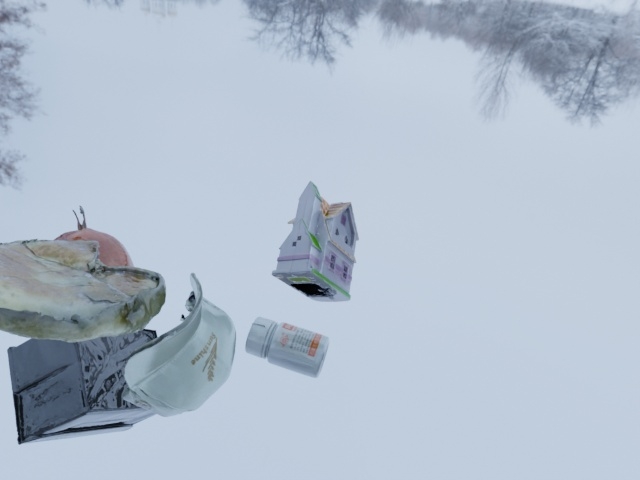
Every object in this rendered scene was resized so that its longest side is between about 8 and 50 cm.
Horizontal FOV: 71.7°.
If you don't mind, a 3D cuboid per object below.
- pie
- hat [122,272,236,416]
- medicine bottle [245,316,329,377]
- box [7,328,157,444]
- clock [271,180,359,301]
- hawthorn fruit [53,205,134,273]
[{"bbox_3d":[-0.435,0.073,0.738,0.338,0.075,0.337,15,-165,-4],"label":"pie"},{"bbox_3d":[-0.239,0.200,0.853,0.168,0.301,0.257,27,-124,-2],"label":"hat"},{"bbox_3d":[-0.106,0.343,1.436,0.252,0.144,0.144,14,-150,7],"label":"medicine bottle"},{"bbox_3d":[-0.606,0.377,1.206,0.205,0.345,0.251,-28,-114,10],"label":"box"},{"bbox_3d":[0.000,0.000,1.307,0.166,0.235,0.309,-5,-119,33],"label":"clock"},{"bbox_3d":[-0.529,0.062,1.012,0.212,0.298,0.211,-8,172,-1],"label":"hawthorn fruit"}]
